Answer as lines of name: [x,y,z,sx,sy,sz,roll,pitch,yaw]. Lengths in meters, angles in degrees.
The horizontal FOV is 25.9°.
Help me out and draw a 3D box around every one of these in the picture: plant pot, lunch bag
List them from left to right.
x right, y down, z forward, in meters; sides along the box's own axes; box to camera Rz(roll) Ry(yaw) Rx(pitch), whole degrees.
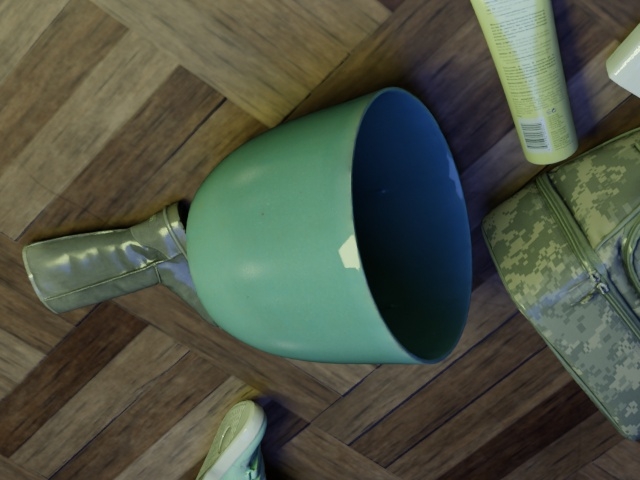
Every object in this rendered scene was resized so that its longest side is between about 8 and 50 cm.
plant pot: [0.000,0.000,1.506,0.235,0.293,0.293,-9,129,29]
lunch bag: [0.361,0.036,1.566,0.256,0.212,0.305,-35,120,10]

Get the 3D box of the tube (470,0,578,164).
tube: [0.221,-0.196,1.479,0.070,0.062,0.240,-37,124,-24]

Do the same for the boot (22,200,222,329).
boot: [-0.229,0.054,1.678,0.208,0.076,0.189,-22,110,10]

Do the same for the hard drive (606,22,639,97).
hard drive: [0.497,-0.247,1.429,0.233,0.047,0.353,27,124,-19]

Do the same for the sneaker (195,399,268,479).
sneaker: [-0.076,0.311,1.860,0.151,0.094,0.256,20,136,-6]
